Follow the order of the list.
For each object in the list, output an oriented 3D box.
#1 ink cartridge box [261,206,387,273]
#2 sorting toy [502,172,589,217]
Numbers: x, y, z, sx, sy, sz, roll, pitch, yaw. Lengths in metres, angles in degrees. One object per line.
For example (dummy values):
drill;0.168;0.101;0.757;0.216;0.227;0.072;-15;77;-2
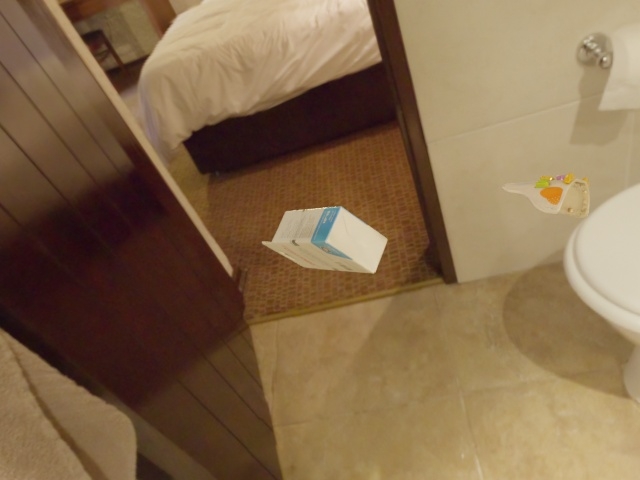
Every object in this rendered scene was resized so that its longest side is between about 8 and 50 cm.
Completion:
ink cartridge box;0.000;0.000;0.731;0.180;0.104;0.060;1;64;53
sorting toy;0.249;-0.054;0.525;0.083;0.044;0.075;1;10;-43
